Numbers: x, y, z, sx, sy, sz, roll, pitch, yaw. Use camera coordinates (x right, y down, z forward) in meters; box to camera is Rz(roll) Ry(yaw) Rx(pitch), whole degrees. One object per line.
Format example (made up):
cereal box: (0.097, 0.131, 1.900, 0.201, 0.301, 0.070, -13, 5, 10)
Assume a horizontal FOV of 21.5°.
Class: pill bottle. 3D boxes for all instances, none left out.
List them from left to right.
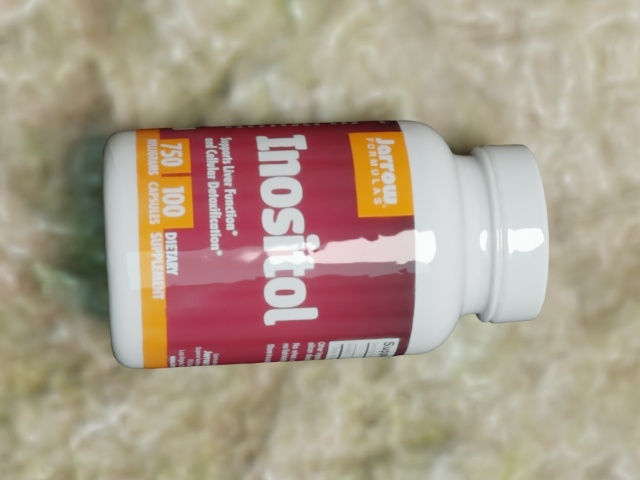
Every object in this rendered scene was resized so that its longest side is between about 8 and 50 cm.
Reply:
pill bottle: (0.000, 0.000, 0.602, 0.152, 0.086, 0.086, -3, 111, -6)
